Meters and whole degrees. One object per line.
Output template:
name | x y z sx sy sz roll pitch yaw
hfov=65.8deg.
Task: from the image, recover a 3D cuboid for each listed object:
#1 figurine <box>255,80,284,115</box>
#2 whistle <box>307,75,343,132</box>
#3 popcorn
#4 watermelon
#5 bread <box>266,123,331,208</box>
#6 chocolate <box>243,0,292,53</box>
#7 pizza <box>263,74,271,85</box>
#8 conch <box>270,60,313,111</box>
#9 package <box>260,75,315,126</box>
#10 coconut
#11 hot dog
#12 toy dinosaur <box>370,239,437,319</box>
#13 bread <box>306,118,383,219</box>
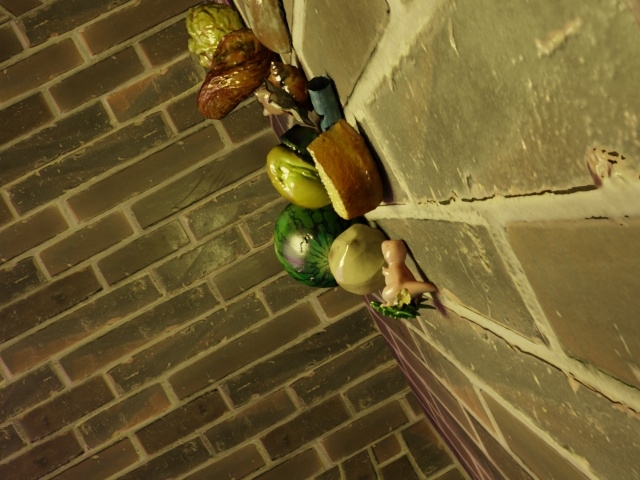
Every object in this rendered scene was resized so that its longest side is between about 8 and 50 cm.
figurine | -0.147 -0.491 1.685 0.125 0.138 0.125 -23 -90 -88
whistle | 0.038 -0.269 1.239 0.062 0.062 0.304 60 176 40
popcorn | -0.444 -0.874 2.101 0.282 0.282 0.246 70 -167 -73
watermelon | 0.000 0.000 1.752 0.363 0.363 0.363 62 177 5
bread | -0.048 -0.219 1.513 0.251 0.208 0.376 55 -176 -12
chocolate | -0.153 -0.596 1.279 0.161 0.083 0.261 63 178 22
pizza | -0.198 -0.646 1.830 0.188 0.080 0.204 45 169 -19
conch | -0.072 -0.448 1.426 0.233 0.080 0.086 32 -147 -41
package | -0.099 -0.418 1.504 0.166 0.040 0.232 23 -153 -30
coconut | 0.121 0.053 1.497 0.224 0.224 0.224 62 177 5
hot dog | -0.314 -0.576 1.734 0.174 0.266 0.388 29 150 -29
toy dinosaur | 0.222 0.100 1.261 0.194 0.152 0.176 40 121 59
bread | 0.076 -0.138 1.145 0.134 0.129 0.260 49 170 46
